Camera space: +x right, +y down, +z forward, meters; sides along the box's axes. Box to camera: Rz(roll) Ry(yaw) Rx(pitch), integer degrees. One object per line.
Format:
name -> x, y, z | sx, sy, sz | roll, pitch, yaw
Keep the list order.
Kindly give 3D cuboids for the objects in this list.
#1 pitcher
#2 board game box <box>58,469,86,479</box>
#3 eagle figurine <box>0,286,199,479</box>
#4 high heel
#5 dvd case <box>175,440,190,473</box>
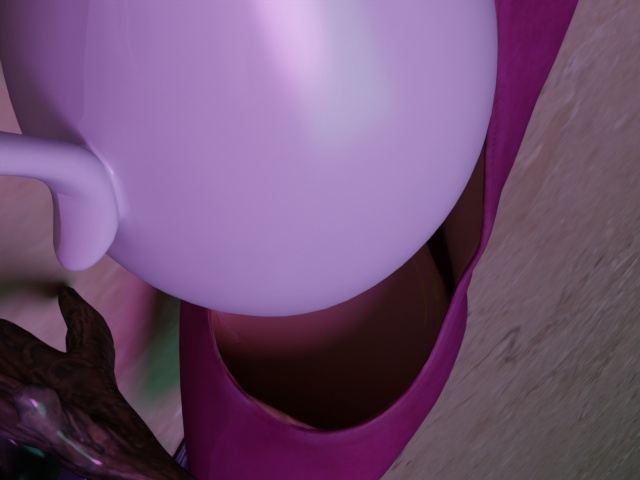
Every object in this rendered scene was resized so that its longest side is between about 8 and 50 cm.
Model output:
pitcher -> -0.037, -0.052, 0.386 | 0.178, 0.125, 0.207 | -51, 153, -23
board game box -> -0.133, 0.150, 0.764 | 0.141, 0.048, 0.170 | -46, 161, -3
eagle figurine -> -0.133, 0.181, 0.553 | 0.298, 0.225, 0.226 | -58, 170, 5
high heel -> 0.000, 0.000, 0.604 | 0.181, 0.127, 0.377 | -60, 167, -61
dvd case -> -0.029, 0.128, 0.992 | 0.221, 0.018, 0.164 | -19, 144, -53
